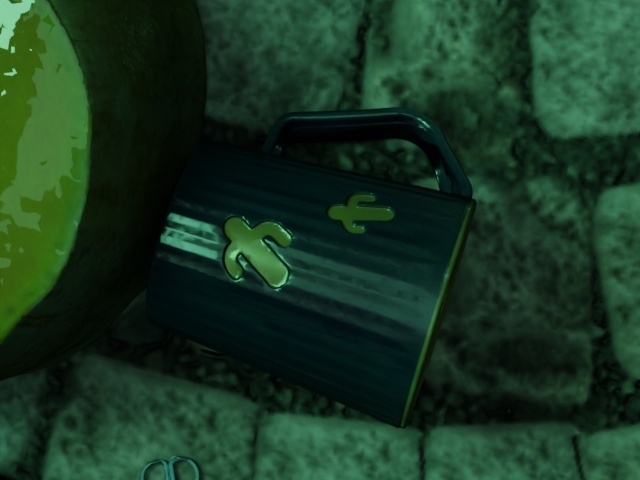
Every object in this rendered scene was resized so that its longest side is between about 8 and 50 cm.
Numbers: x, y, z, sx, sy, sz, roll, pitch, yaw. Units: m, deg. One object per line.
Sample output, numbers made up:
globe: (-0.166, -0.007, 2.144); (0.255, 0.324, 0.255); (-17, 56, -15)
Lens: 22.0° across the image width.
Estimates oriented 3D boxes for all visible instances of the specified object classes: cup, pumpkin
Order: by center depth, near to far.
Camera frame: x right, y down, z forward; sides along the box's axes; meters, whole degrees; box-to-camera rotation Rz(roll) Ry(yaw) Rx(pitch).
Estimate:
pumpkin: (-0.228, -0.075, 0.875); (0.332, 0.199, 0.332); (0, 90, 3)
cup: (0.000, 0.000, 0.912); (0.155, 0.131, 0.176); (16, 64, 5)

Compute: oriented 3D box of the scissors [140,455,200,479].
scissors: (-0.084, 0.169, 0.974); (0.036, 0.006, 0.083); (-9, 93, 1)

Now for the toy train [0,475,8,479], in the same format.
toy train: (-0.306, 0.160, 0.952); (0.252, 0.055, 0.048); (4, 102, -2)
